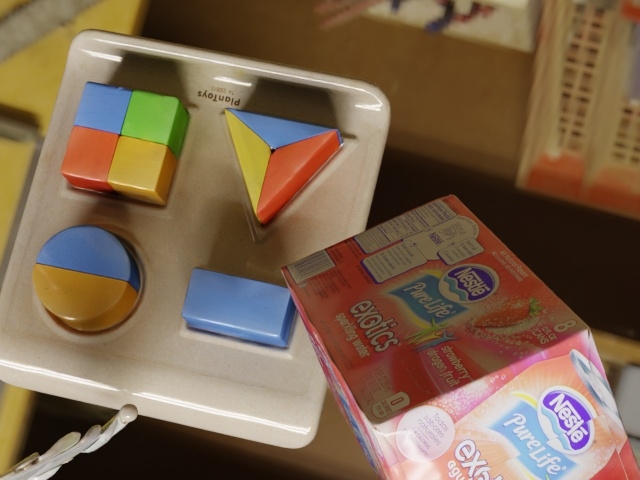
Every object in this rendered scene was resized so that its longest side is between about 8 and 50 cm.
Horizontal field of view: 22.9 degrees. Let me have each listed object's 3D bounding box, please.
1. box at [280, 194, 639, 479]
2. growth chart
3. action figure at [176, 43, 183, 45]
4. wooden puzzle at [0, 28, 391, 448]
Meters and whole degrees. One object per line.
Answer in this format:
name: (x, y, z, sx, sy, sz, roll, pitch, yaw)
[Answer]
box: (0.090, 0.094, 1.105, 0.154, 0.142, 0.300, -25, -158, -5)
growth chart: (-0.257, 0.195, 1.296, 0.237, 0.021, 0.172, -23, 172, -33)
action figure: (-0.199, -0.030, 1.864, 0.178, 0.330, 0.341, 0, -156, 14)
wooden puzzle: (-0.125, -0.010, 1.459, 0.322, 0.348, 0.080, 12, 172, 9)
